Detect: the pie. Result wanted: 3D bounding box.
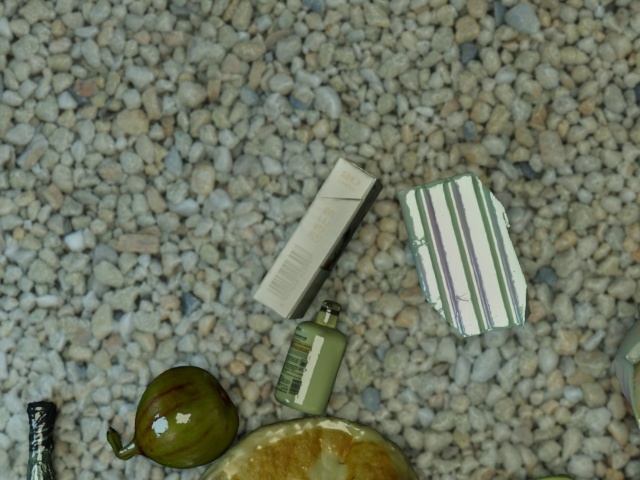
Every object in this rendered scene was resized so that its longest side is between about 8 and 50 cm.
[{"bbox_3d":[-0.011,0.392,1.799,0.339,0.077,0.339,-2,60,4],"label":"pie"}]

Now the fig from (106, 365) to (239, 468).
[{"bbox_3d":[-0.215,0.261,1.852,0.186,0.142,0.148,-29,57,-8],"label":"fig"}]

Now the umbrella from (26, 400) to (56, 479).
[{"bbox_3d":[-0.410,0.331,1.916,0.046,0.050,0.188,-8,78,36],"label":"umbrella"}]

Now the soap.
[{"bbox_3d":[0.208,0.024,1.844,0.145,0.091,0.231,-14,86,9],"label":"soap"}]

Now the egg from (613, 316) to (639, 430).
[{"bbox_3d":[0.494,0.181,1.768,0.206,0.161,0.271,-28,122,-27],"label":"egg"}]

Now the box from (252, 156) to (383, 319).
[{"bbox_3d":[0.000,-0.001,1.838,0.067,0.149,0.233,32,91,5],"label":"box"}]

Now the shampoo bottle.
[{"bbox_3d":[-0.007,0.164,1.865,0.079,0.079,0.162,18,89,7],"label":"shampoo bottle"}]

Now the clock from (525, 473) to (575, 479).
[{"bbox_3d":[0.263,0.421,1.826,0.232,0.069,0.170,-7,87,7],"label":"clock"}]
